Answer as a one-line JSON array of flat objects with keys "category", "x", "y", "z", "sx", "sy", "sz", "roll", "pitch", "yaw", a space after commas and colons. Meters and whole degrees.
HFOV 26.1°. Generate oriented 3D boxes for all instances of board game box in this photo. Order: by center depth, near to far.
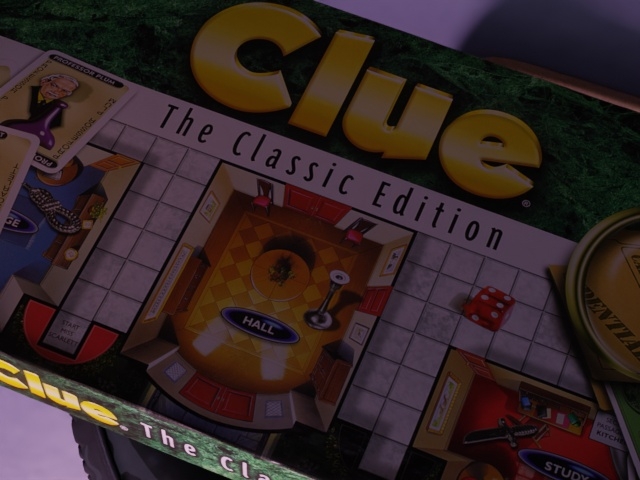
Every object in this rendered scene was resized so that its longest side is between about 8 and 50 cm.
[{"category": "board game box", "x": 0.000, "y": 0.000, "z": 0.362, "sx": 0.259, "sy": 0.136, "sz": 0.030, "roll": 20, "pitch": 148, "yaw": 9}]

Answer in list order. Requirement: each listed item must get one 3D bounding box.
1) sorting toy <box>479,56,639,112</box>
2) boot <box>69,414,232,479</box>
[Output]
[{"category": "sorting toy", "x": 0.063, "y": 0.066, "z": 0.423, "sx": 0.307, "sy": 0.041, "sz": 0.229, "roll": 17, "pitch": 96, "yaw": -1}, {"category": "boot", "x": -0.007, "y": 0.071, "z": 0.395, "sx": 0.099, "sy": 0.045, "sz": 0.121, "roll": -20, "pitch": 102, "yaw": 12}]
